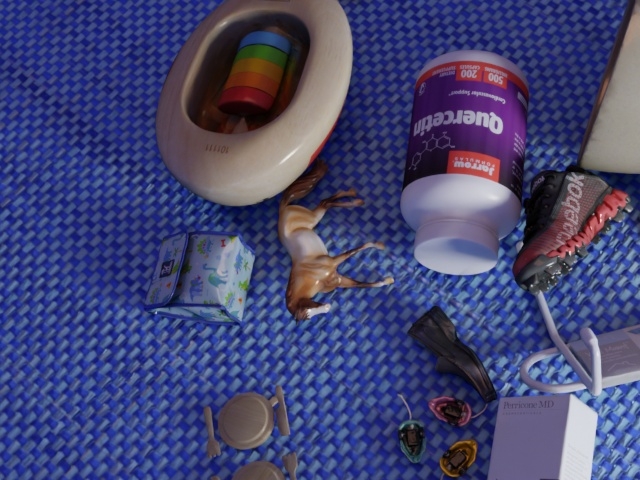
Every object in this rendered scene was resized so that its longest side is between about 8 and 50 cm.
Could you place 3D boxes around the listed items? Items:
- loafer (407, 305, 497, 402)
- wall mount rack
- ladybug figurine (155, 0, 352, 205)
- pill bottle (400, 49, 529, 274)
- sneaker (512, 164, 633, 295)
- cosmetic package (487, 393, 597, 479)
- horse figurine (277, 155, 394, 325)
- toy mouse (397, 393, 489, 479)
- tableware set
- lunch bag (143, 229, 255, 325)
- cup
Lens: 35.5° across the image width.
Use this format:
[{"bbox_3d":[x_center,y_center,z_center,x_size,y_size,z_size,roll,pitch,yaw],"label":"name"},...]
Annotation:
[{"bbox_3d":[0.194,0.175,1.460,0.061,0.062,0.170,-34,55,-4],"label":"loafer"},{"bbox_3d":[0.439,0.091,1.449,0.350,0.130,0.304,-13,25,-3],"label":"wall mount rack"},{"bbox_3d":[-0.093,-0.235,1.615,0.305,0.162,0.449,9,60,21],"label":"ladybug figurine"},{"bbox_3d":[0.221,-0.118,1.533,0.182,0.181,0.322,5,64,7],"label":"pill bottle"},{"bbox_3d":[0.334,-0.025,1.432,0.135,0.097,0.276,45,49,9],"label":"sneaker"},{"bbox_3d":[0.289,0.326,1.333,0.117,0.085,0.231,-12,56,41],"label":"cosmetic package"},{"bbox_3d":[0.000,0.000,1.558,0.175,0.066,0.263,-17,64,-9],"label":"horse figurine"},{"bbox_3d":[0.162,0.271,1.426,0.143,0.031,0.161,38,72,20],"label":"toy mouse"},{"bbox_3d":[-0.093,0.310,1.425,0.128,0.039,0.194,-17,57,9],"label":"tableware set"},{"bbox_3d":[-0.190,0.055,1.534,0.151,0.096,0.128,2,65,22],"label":"lunch bag"},{"bbox_3d":[0.547,-0.236,1.486,0.237,0.331,0.331,17,66,11],"label":"cup"}]
